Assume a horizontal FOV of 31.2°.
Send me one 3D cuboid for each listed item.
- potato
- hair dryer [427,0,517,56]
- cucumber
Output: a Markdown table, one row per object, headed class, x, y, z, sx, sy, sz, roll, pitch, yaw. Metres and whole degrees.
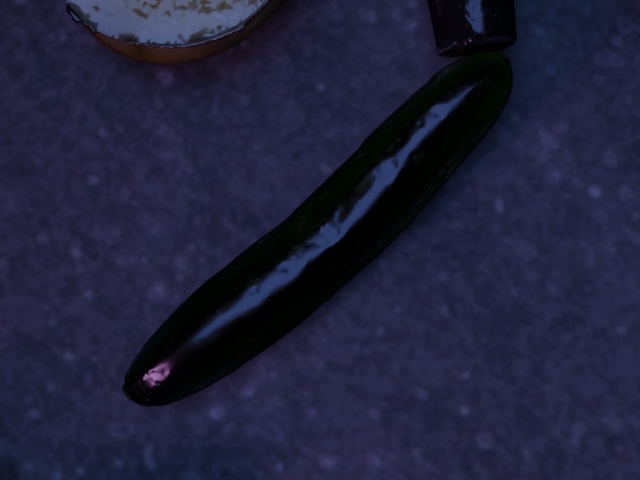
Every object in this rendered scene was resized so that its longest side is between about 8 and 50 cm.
| class | x | y | z | sx | sy | sz | roll | pitch | yaw |
| --- | --- | --- | --- | --- | --- | --- | --- | --- | --- |
| potato | -0.083 | -0.197 | 0.655 | 0.164 | 0.081 | 0.200 | 1 | 86 | -2 |
| hair dryer | 0.122 | -0.223 | 0.561 | 0.091 | 0.271 | 0.236 | -7 | 90 | -33 |
| cucumber | 0.000 | 0.000 | 0.632 | 0.284 | 0.056 | 0.056 | -42 | 80 | 4 |
